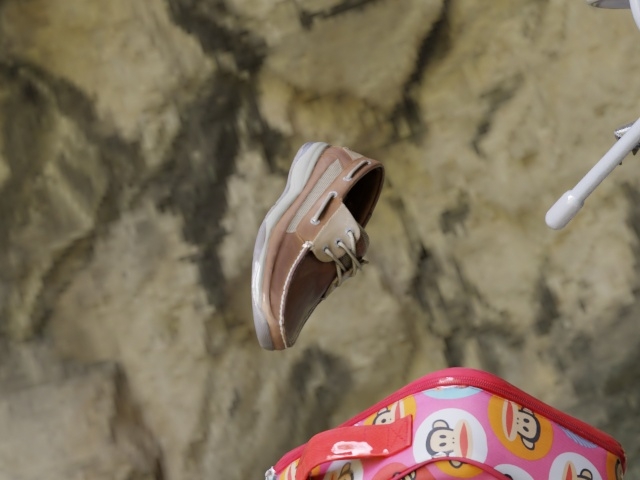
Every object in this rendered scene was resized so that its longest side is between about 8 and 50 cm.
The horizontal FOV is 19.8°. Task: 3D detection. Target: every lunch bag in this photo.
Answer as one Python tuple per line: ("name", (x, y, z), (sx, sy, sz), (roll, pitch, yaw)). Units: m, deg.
("lunch bag", (0.090, 0.224, 1.568), (0.258, 0.120, 0.293), (27, -40, -28))

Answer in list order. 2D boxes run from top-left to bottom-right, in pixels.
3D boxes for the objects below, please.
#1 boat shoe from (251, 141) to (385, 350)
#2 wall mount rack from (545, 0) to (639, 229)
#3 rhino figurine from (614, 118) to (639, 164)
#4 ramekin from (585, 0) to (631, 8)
("boat shoe", (0.000, 0.000, 2.238), (0.116, 0.324, 0.123), (5, -40, 17))
("wall mount rack", (0.345, -0.102, 1.412), (0.350, 0.130, 0.304), (24, -88, -17))
("rhino figurine", (0.469, -0.181, 2.359), (0.106, 0.073, 0.243), (32, -66, -25))
("ramekin", (0.367, -0.302, 1.806), (0.272, 0.127, 0.273), (-4, 1, 0))
